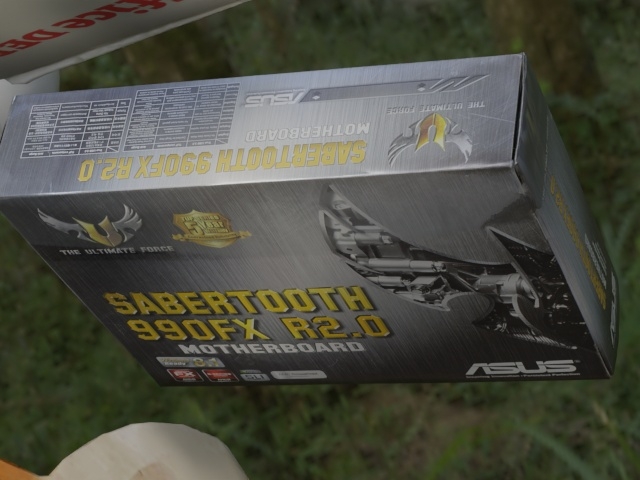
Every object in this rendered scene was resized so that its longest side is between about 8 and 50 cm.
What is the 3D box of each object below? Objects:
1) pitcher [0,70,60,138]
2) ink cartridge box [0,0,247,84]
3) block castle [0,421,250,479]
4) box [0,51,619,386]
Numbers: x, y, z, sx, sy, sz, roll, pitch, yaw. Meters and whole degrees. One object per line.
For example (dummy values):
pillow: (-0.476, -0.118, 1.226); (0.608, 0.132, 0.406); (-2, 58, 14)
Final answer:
pitcher: (-0.257, -0.075, 1.047); (0.177, 0.126, 0.207); (10, 31, 17)
ink cartridge box: (-0.170, -0.132, 0.538); (0.289, 0.122, 0.211); (3, -9, -42)
block castle: (-0.243, 0.144, 0.291); (0.453, 0.213, 0.303); (16, 58, -13)
box: (0.000, 0.000, 0.801); (0.231, 0.183, 0.056); (-3, 60, 20)
